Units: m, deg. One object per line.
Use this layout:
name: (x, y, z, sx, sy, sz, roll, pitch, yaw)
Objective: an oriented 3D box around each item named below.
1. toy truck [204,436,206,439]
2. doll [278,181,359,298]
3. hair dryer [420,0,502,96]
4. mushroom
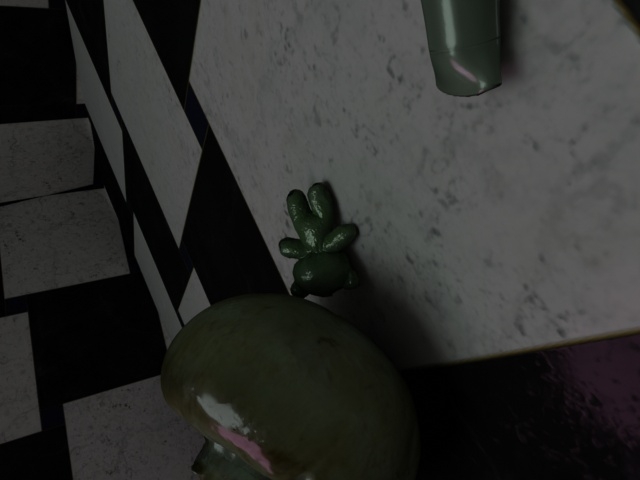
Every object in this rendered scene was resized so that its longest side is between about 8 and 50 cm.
toy truck: (-0.256, 0.468, 1.303, 0.187, 0.148, 0.210, 55, 129, 32)
doll: (0.000, 0.000, 0.597, 0.115, 0.077, 0.150, -11, 88, 25)
hair dryer: (0.051, -0.230, 0.359, 0.237, 0.075, 0.206, 39, 147, 56)
mushroom: (-0.042, 0.218, 0.565, 0.352, 0.260, 0.352, 37, 161, 15)
